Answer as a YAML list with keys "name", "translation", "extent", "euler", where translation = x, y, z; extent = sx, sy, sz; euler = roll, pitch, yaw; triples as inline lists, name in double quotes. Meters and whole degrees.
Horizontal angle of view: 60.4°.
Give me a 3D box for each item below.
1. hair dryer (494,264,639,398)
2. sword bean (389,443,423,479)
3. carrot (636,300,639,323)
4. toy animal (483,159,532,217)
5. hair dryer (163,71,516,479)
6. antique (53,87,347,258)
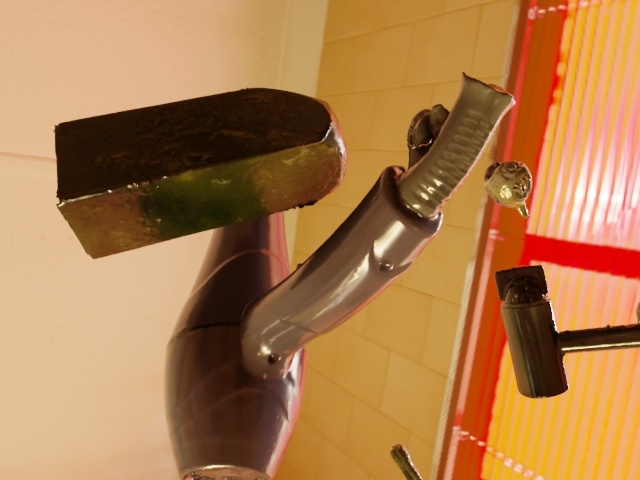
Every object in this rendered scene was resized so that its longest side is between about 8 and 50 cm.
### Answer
- name: "hair dryer"
  translation: [0.400, 0.121, 0.809]
  extent: [0.078, 0.248, 0.195]
  euler: [-22, -80, -66]
- name: "sword bean"
  translation: [0.213, 0.539, 1.102]
  extent: [0.038, 0.043, 0.269]
  euler: [12, -132, -62]
- name: "carrot"
  translation: [0.588, 0.037, 0.866]
  extent: [0.298, 0.078, 0.078]
  euler: [-47, -58, 3]
- name: "toy animal"
  translation: [0.405, -0.112, 1.189]
  extent: [0.098, 0.098, 0.137]
  euler: [-41, -54, -21]
- name: "hair dryer"
  translation: [0.000, 0.000, 0.419]
  extent: [0.121, 0.361, 0.301]
  euler: [23, -133, -27]
- name: "antique"
  translation: [-0.089, -0.061, 0.446]
  extent: [0.221, 0.080, 0.081]
  euler: [-14, -32, -10]
